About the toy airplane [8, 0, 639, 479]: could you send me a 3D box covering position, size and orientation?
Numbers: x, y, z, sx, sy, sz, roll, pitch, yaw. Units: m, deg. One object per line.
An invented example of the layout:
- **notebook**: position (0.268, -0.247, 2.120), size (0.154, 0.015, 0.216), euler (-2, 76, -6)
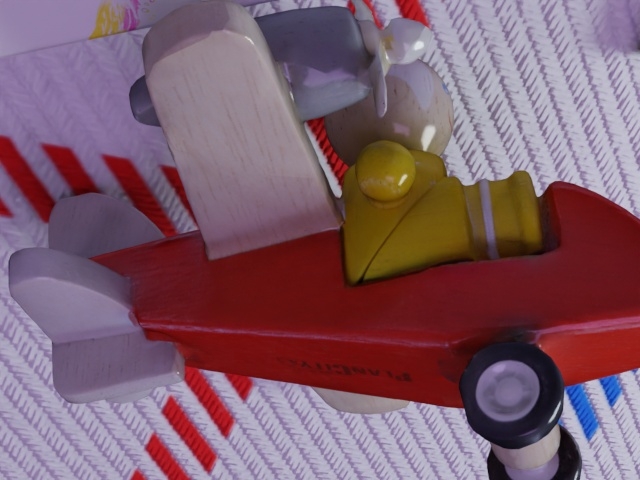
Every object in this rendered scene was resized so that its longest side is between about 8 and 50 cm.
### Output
- **toy airplane**: position (0.000, 0.000, 0.978), size (0.384, 0.272, 0.386), euler (26, 154, -22)

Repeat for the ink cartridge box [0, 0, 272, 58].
- **ink cartridge box**: position (-0.162, -0.213, 0.801), size (0.353, 0.119, 0.207), euler (-13, 133, -9)
